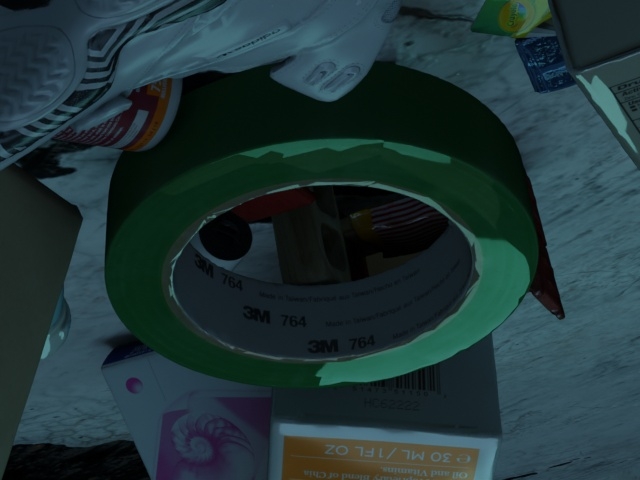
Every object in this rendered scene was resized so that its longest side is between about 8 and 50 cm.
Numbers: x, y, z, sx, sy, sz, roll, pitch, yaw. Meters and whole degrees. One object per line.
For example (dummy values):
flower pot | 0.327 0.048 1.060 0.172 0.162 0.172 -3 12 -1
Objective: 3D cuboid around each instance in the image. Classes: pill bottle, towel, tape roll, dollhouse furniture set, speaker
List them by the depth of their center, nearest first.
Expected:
pill bottle | -0.174 -0.109 0.863 0.152 0.086 0.086 6 154 -39
tape roll | 0.000 0.000 0.997 0.321 0.077 0.321 -2 143 -2
towel | 0.188 -0.150 1.021 0.067 0.029 0.119 -17 159 13
dollhouse furniture set | 0.059 -0.015 1.135 0.201 0.152 0.374 -18 159 18
speaker | -0.112 0.019 1.282 0.055 0.055 0.136 -1 158 -24

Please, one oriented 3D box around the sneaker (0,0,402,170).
sneaker | -0.092 -0.117 0.731 0.366 0.137 0.210 -37 153 15

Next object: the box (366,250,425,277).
box | 0.084 0.075 1.428 0.201 0.021 0.164 -6 116 -11

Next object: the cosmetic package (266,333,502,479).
cosmetic package | 0.051 0.303 1.440 0.230 0.161 0.453 3 129 0

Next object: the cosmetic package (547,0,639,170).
cosmetic package | 0.252 -0.124 0.828 0.153 0.129 0.296 -19 155 20

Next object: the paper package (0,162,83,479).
paper package | -0.332 0.057 0.872 0.168 0.309 0.325 9 165 19

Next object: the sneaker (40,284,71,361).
sneaker | -0.402 0.048 1.128 0.366 0.135 0.150 -12 132 -20

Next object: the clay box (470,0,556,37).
clay box | 0.216 -0.193 0.887 0.222 0.053 0.127 -4 157 -15

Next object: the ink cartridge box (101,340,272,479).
ink cartridge box | -0.049 0.237 1.556 0.324 0.330 0.071 -18 -164 16
